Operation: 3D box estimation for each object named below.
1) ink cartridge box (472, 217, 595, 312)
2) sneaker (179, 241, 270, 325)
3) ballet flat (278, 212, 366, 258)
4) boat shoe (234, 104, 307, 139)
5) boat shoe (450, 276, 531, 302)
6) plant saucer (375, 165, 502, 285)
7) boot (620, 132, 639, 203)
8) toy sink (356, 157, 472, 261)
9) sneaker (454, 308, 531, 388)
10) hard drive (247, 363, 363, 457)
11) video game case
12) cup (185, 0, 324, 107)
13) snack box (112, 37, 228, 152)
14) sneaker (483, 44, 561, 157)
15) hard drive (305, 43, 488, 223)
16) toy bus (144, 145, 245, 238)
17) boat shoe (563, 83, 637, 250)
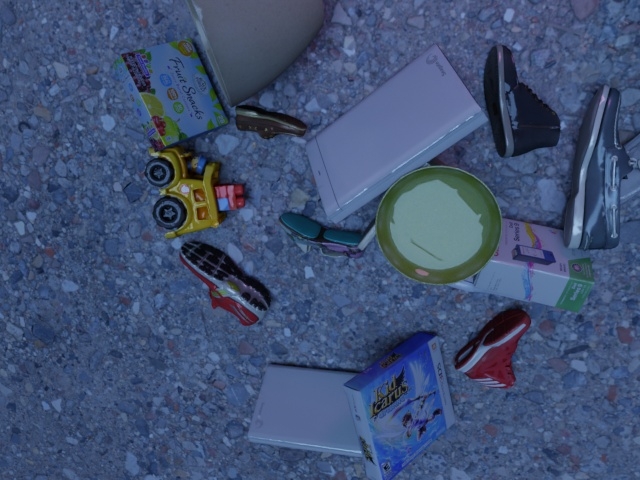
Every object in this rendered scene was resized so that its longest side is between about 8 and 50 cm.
[{"bbox_3d":[0.437,0.044,1.063,0.212,0.154,0.093,12,131,11],"label":"ink cartridge box"},{"bbox_3d":[-0.262,0.119,1.305,0.279,0.107,0.118,41,121,2],"label":"sneaker"},{"bbox_3d":[0.000,0.000,1.220,0.221,0.077,0.079,16,130,9],"label":"ballet flat"},{"bbox_3d":[-0.115,-0.262,1.169,0.177,0.064,0.060,18,116,15],"label":"boat shoe"},{"bbox_3d":[0.375,0.078,1.148,0.226,0.083,0.076,10,98,-1],"label":"boat shoe"},{"bbox_3d":[0.229,-0.030,1.002,0.240,0.037,0.241,4,108,12],"label":"plant saucer"},{"bbox_3d":[0.636,-0.161,0.972,0.095,0.123,0.258,36,112,1],"label":"boot"},{"bbox_3d":[0.206,-0.052,1.102,0.131,0.153,0.234,37,111,0],"label":"toy sink"},{"bbox_3d":[0.431,0.259,1.191,0.128,0.087,0.221,36,124,-8],"label":"sneaker"},{"bbox_3d":[-0.009,0.422,1.286,0.307,0.203,0.040,3,138,13],"label":"hard drive"},{"bbox_3d":[0.193,0.382,1.190,0.061,0.269,0.244,2,112,52],"label":"video game case"},{"bbox_3d":[-0.132,-0.461,1.002,0.236,0.331,0.331,-23,101,-6],"label":"cup"},{"bbox_3d":[-0.330,-0.325,1.140,0.070,0.174,0.207,-8,108,52],"label":"snack box"},{"bbox_3d":[0.405,-0.285,1.029,0.118,0.083,0.222,-11,98,-2],"label":"sneaker"},{"bbox_3d":[0.134,-0.218,1.044,0.353,0.233,0.047,-34,138,21],"label":"hard drive"},{"bbox_3d":[-0.290,-0.128,1.219,0.211,0.149,0.220,-8,103,3],"label":"toy bus"},{"bbox_3d":[0.551,-0.136,0.992,0.099,0.116,0.320,9,97,15],"label":"boat shoe"}]
